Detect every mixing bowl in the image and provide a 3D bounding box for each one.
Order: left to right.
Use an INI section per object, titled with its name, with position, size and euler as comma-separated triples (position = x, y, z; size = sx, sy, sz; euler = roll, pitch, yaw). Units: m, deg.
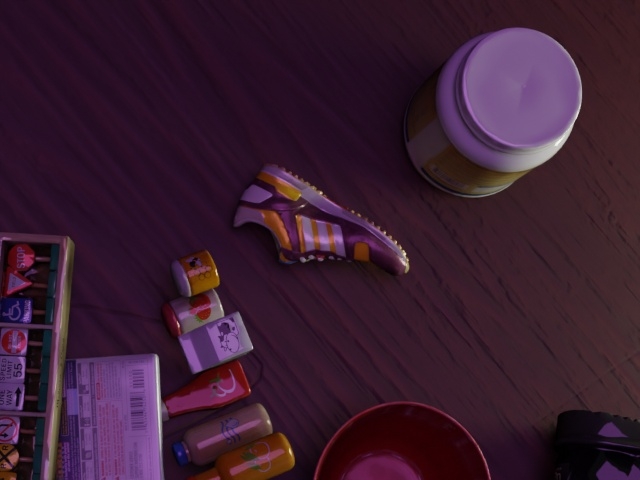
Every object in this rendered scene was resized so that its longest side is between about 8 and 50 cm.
[mixing bowl]
position = 0.071, 0.255, 1.733
size = 0.181, 0.098, 0.181
euler = 2, 79, -11

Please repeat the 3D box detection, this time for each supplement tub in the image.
[supplement tub]
position = 0.175, -0.130, 1.770
size = 0.144, 0.199, 0.144
euler = 2, 80, -12

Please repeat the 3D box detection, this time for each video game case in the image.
[video game case]
position = -0.244, 0.216, 1.693
size = 0.183, 0.023, 0.201
euler = -4, 81, 1

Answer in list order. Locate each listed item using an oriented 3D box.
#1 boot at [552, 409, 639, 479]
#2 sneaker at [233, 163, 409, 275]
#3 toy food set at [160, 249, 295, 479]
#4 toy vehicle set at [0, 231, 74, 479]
[boot]
position = 0.373, 0.333, 1.762
size = 0.348, 0.131, 0.260
euler = 11, 71, 1
[sneaker]
position = 0.000, 0.000, 1.785
size = 0.185, 0.069, 0.084
euler = 32, 84, 1
[toy food set]
position = -0.121, 0.136, 1.707
size = 0.104, 0.111, 0.232
euler = -21, 85, -15
[toy vehicle set]
position = -0.332, 0.124, 1.680
size = 0.166, 0.035, 0.267
euler = 2, 78, 3
